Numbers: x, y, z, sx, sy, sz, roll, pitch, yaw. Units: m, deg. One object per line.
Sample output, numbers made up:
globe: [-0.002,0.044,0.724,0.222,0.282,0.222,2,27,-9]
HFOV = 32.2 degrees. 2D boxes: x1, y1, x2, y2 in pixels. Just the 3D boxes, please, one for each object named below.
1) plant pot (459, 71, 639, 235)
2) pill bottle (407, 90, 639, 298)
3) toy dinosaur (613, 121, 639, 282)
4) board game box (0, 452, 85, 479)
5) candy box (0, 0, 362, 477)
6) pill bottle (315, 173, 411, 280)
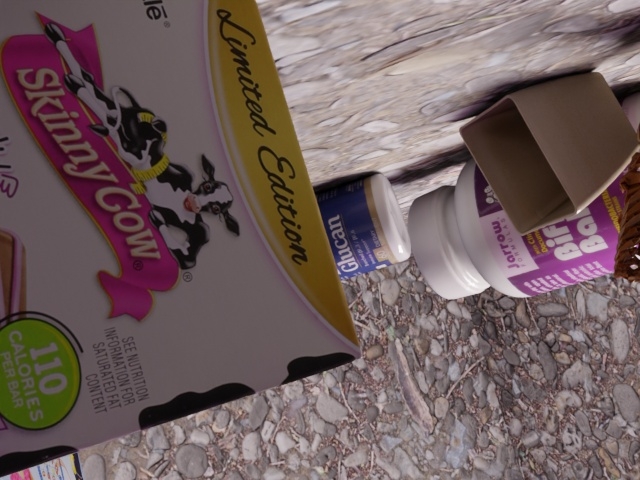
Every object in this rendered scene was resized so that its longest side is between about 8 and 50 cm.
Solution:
plant pot: [0.200,-0.081,0.929,0.096,0.109,0.109,-30,179,-18]
pill bottle: [0.250,-0.036,1.178,0.302,0.169,0.169,-21,174,32]
toy dinosaur: [0.312,-0.074,0.809,0.164,0.321,0.218,34,153,-22]
board game box: [-0.180,0.106,0.516,0.086,0.301,0.308,-16,174,-6]
candy box: [-0.119,-0.003,0.339,0.233,0.159,0.071,-15,176,-28]
pill bottle: [0.000,0.000,1.144,0.169,0.094,0.094,-19,175,12]
